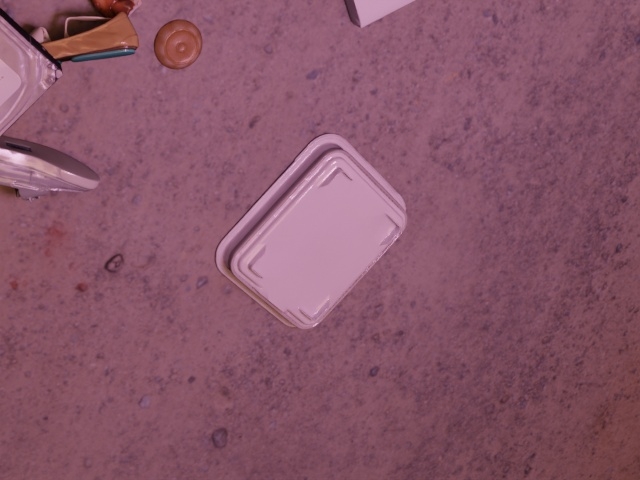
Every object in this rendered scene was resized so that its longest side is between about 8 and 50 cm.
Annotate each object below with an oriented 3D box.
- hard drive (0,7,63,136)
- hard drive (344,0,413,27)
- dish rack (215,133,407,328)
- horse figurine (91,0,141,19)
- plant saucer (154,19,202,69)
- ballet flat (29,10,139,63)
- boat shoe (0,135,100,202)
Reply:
[{"bbox_3d":[-0.568,-0.276,1.613,0.237,0.064,0.339,-43,116,4],"label":"hard drive"},{"bbox_3d":[0.179,-0.544,1.947,0.353,0.047,0.233,-30,125,-14],"label":"hard drive"},{"bbox_3d":[0.000,0.000,2.109,0.333,0.072,0.285,-47,127,1],"label":"dish rack"},{"bbox_3d":[-0.345,-0.441,1.686,0.174,0.066,0.263,-42,139,23],"label":"horse figurine"},{"bbox_3d":[-0.229,-0.317,1.856,0.083,0.015,0.083,-12,120,-23],"label":"plant saucer"},{"bbox_3d":[-0.396,-0.298,1.739,0.232,0.080,0.073,-14,94,-10],"label":"ballet flat"},{"bbox_3d":[-0.465,-0.107,1.800,0.227,0.079,0.081,16,112,-28],"label":"boat shoe"}]
